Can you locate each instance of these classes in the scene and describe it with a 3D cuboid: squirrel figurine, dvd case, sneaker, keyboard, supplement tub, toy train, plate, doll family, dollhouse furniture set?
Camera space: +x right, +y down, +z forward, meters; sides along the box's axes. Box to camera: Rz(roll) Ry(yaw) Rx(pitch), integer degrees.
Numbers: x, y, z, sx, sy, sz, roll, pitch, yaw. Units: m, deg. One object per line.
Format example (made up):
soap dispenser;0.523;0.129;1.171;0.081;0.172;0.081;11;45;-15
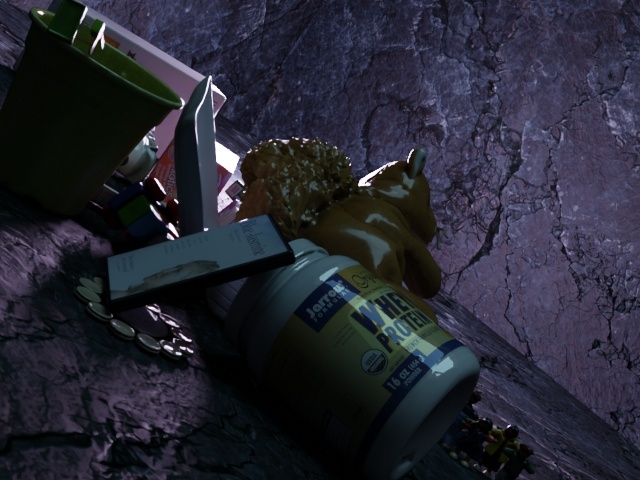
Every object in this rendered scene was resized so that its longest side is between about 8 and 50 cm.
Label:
squirrel figurine;0.048;-0.041;1.729;0.397;0.281;0.370;43;49;-11
dvd case;-0.172;0.028;1.413;0.180;0.253;0.022;-126;-157;-68
sneaker;-0.142;0.073;1.704;0.091;0.094;0.258;26;11;-30
sneaker;-0.443;-0.239;2.197;0.146;0.122;0.330;32;8;-24
keyboard;-0.303;-0.030;1.807;0.256;0.014;0.072;32;-27;-16
supplement tub;0.040;0.164;1.436;0.316;0.228;0.228;38;9;22
toy train;-0.251;0.013;1.682;0.143;0.105;0.248;57;1;27
plate;-0.197;-0.100;1.625;0.045;0.278;0.277;-2;22;-1
doll family;0.287;0.343;1.767;0.193;0.111;0.076;34;9;2
dollhouse furniture set;-0.361;-0.301;1.486;0.076;0.058;0.152;25;-8;-8
sneaker;-0.163;-0.003;2.095;0.104;0.095;0.236;51;7;-18

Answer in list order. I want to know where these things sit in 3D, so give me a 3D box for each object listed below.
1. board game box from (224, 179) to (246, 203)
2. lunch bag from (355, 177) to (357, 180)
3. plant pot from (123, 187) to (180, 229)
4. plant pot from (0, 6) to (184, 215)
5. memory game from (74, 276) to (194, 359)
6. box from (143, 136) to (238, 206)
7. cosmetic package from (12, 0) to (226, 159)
board game box;-0.079;0.008;2.251;0.213;0.046;0.317;53;-6;-39
lunch bag;0.000;0.000;1.901;0.221;0.293;0.138;32;-21;-16
plant pot;-0.270;-0.034;1.923;0.236;0.032;0.236;27;3;-2
plant pot;-0.402;-0.189;1.630;0.276;0.254;0.276;33;10;-7
memory game;-0.253;0.105;1.383;0.186;0.012;0.186;33;9;-6
box;-0.278;-0.139;2.177;0.142;0.154;0.300;33;7;-8
cosmetic package;-0.488;-0.386;2.492;0.453;0.230;0.161;27;12;-35
